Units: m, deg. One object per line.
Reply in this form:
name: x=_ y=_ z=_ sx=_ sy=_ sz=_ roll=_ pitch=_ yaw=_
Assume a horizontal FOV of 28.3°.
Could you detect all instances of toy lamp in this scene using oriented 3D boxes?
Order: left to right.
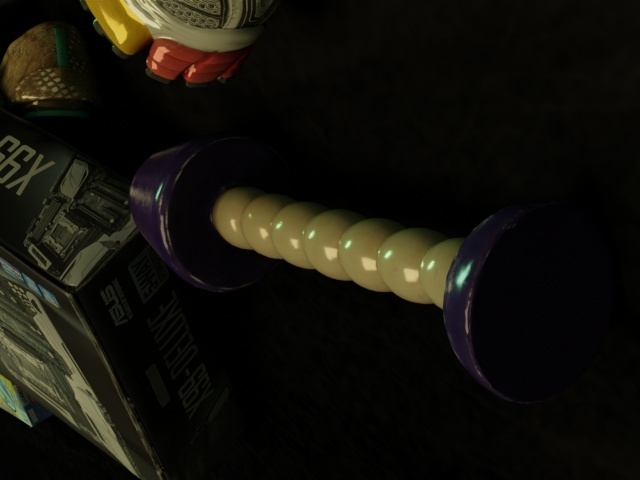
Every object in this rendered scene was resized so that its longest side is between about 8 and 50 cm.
toy lamp: x=0.000 y=0.000 z=0.535 sx=0.274 sy=0.080 sz=0.080 roll=19 pitch=132 yaw=54

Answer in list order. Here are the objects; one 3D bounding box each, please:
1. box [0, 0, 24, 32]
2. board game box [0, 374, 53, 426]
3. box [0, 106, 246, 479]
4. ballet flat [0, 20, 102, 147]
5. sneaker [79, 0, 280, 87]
box: x=-0.257 y=-0.222 z=0.820 sx=0.145 sy=0.038 sz=0.186 roll=-15 pitch=102 yaw=64
board game box: x=-0.347 y=0.111 z=1.328 sx=0.201 sy=0.035 sz=0.136 roll=6 pitch=122 yaw=60
box: x=-0.201 y=0.008 z=0.799 sx=0.307 sy=0.076 sz=0.242 roll=30 pitch=153 yaw=27
ballet flat: x=-0.182 y=-0.090 z=0.807 sx=0.206 sy=0.073 sz=0.067 roll=-17 pitch=74 yaw=61
sneaker: x=-0.077 y=-0.176 z=0.508 sx=0.225 sy=0.088 sz=0.093 roll=55 pitch=134 yaw=11
